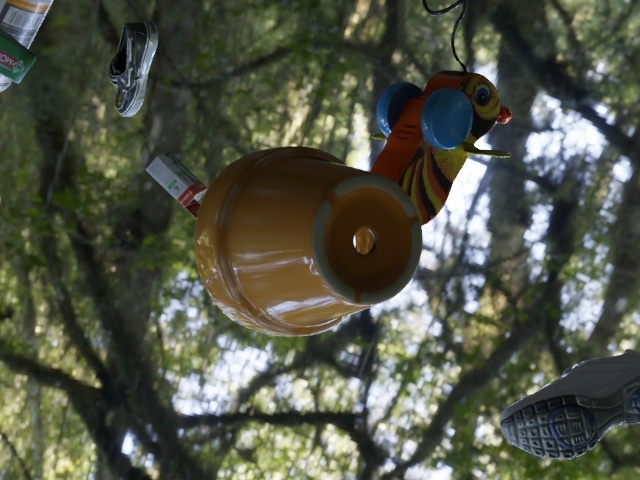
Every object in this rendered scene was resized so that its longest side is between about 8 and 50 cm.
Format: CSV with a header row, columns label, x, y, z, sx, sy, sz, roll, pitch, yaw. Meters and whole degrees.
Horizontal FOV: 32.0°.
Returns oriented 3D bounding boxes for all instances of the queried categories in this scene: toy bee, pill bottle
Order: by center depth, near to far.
label,x,y,z,sx,sy,sz,roll,pitch,yaw
toy bee,0.160,-0.138,1.313,0.162,0.298,0.195,23,-163,-41
pill bottle,-0.599,-0.360,1.978,0.162,0.278,0.162,30,-159,-12

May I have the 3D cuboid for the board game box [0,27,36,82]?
label,x,y,z,sx,sy,sz,roll,pitch,yaw
board game box,-0.513,-0.310,1.334,0.213,0.046,0.317,37,-176,33

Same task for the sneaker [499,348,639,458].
label,x,y,z,sx,sy,sz,roll,pitch,yaw
sneaker,0.408,0.250,1.740,0.297,0.111,0.129,-13,-159,-15

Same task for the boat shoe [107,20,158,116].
label,x,y,z,sx,sy,sz,roll,pitch,yaw
boat shoe,-0.378,-0.334,2.179,0.070,0.219,0.078,-7,-133,-32

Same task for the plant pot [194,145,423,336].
label,x,y,z,sx,sy,sz,roll,pitch,yaw
plant pot,0.000,0.000,1.145,0.205,0.205,0.188,1,179,-29

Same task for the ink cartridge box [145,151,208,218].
label,x,y,z,sx,sy,sz,roll,pitch,yaw
ink cartridge box,-0.187,-0.073,1.567,0.115,0.029,0.063,43,-166,0
